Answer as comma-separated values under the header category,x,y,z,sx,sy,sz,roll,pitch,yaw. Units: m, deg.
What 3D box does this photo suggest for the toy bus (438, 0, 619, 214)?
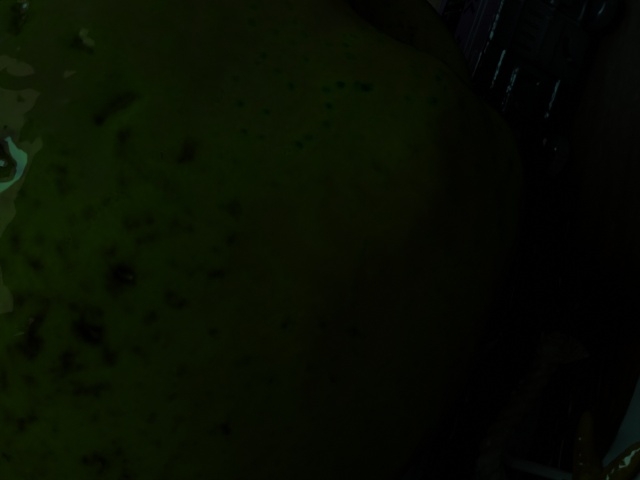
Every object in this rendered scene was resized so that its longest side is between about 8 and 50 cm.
category,x,y,z,sx,sy,sz,roll,pitch,yaw
toy bus,0.112,-0.112,0.805,0.098,0.087,0.178,11,80,62

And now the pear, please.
category,x,y,z,sx,sy,sz,roll,pitch,yaw
pear,-0.079,-0.012,0.666,0.391,0.391,0.391,-32,45,39

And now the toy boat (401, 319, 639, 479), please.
category,x,y,z,sx,sy,sz,roll,pitch,yaw
toy boat,0.153,0.156,0.624,0.291,0.067,0.220,10,78,44
